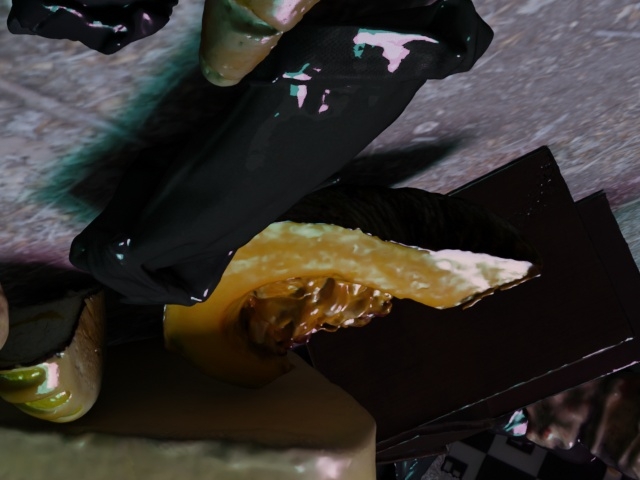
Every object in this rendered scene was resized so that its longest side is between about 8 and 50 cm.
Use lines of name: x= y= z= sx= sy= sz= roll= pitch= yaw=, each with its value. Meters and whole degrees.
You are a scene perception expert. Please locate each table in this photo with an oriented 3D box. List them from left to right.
table: x=0.162 y=0.077 z=1.049 sx=0.282 sy=0.196 sz=0.250 roll=-27 pitch=161 yaw=20

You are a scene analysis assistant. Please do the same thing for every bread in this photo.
bread: x=-0.197 y=0.086 z=0.800 sx=0.083 sy=0.094 sz=0.157 roll=-16 pitch=-152 yaw=5

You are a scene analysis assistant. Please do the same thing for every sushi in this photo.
sushi: x=0.274 y=0.170 z=1.167 sx=0.100 sy=0.296 sz=0.373 roll=29 pitch=176 yaw=-33

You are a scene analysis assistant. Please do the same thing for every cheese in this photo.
cheese: x=-0.124 y=0.160 z=0.955 sx=0.384 sy=0.104 sz=0.384 roll=0 pitch=-172 yaw=0

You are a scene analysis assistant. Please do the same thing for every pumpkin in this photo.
pumpkin: x=0.002 y=-0.004 z=0.810 sx=0.279 sy=0.111 sz=0.163 roll=-23 pitch=137 yaw=18

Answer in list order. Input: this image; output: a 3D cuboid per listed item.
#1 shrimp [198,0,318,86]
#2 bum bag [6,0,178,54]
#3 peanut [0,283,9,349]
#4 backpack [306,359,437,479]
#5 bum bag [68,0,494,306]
shrimp: x=0.012 y=-0.147 z=0.398 sx=0.051 sy=0.115 sz=0.217 roll=28 pitch=125 yaw=-15
bum bag: x=-0.060 y=-0.129 z=0.398 sx=0.087 sy=0.049 sz=0.197 roll=-16 pitch=160 yaw=-36
peanut: x=-0.309 y=0.072 z=0.694 sx=0.228 sy=0.085 sz=0.104 roll=-19 pitch=154 yaw=2
backpack: x=-0.012 y=0.289 z=1.442 sx=0.446 sy=0.254 sz=0.363 roll=-37 pitch=163 yaw=37
bum bag: x=-0.044 y=-0.049 z=0.627 sx=0.142 sy=0.079 sz=0.326 roll=-1 pitch=151 yaw=-46
